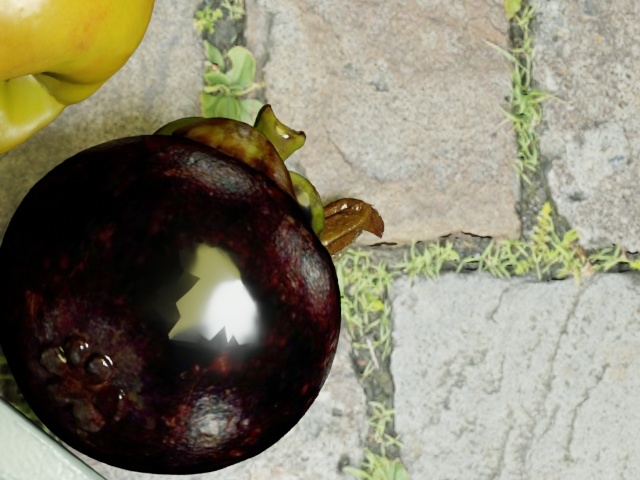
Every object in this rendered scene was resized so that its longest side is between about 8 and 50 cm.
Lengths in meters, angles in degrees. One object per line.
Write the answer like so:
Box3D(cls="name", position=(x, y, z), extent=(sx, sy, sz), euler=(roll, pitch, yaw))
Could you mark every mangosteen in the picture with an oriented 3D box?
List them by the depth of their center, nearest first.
Box3D(cls="mangosteen", position=(-0.124, 0.045, 1.530), extent=(0.297, 0.313, 0.297), euler=(1, 109, 3))

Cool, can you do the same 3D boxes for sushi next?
Box3D(cls="sushi", position=(0.000, 0.000, 1.699), extent=(0.120, 0.055, 0.052), euler=(-31, 54, -31))

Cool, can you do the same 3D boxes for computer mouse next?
Box3D(cls="computer mouse", position=(-0.251, 0.182, 1.518), extent=(0.231, 0.128, 0.079), euler=(35, 84, -4))

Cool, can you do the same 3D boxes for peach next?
Box3D(cls="peach", position=(-0.296, -0.231, 1.454), extent=(0.289, 0.289, 0.308), euler=(-28, 79, -24))
